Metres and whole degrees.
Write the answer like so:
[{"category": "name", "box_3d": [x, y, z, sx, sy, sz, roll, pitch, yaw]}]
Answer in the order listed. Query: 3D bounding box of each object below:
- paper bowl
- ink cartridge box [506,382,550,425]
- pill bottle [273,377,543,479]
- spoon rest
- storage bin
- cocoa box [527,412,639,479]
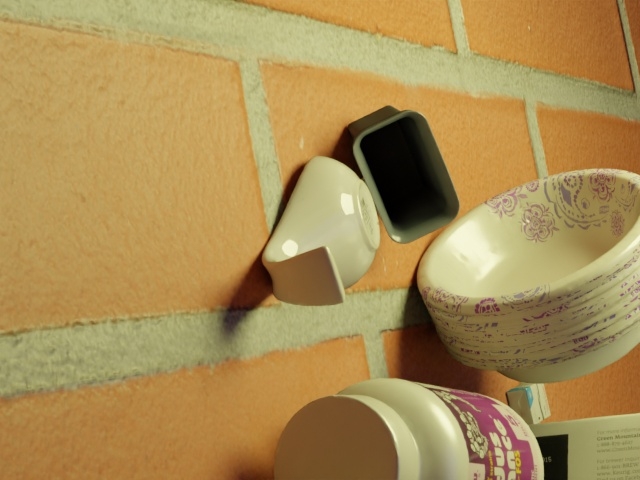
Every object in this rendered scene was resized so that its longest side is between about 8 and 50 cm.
[{"category": "paper bowl", "box_3d": [0.262, 0.051, 1.813, 0.148, 0.284, 0.284, 66, 29, -22]}, {"category": "ink cartridge box", "box_3d": [0.264, 0.203, 2.037, 0.083, 0.028, 0.048, -13, 91, -64]}, {"category": "pill bottle", "box_3d": [0.083, 0.217, 1.523, 0.301, 0.169, 0.169, 17, 64, -60]}, {"category": "spoon rest", "box_3d": [0.000, 0.000, 1.577, 0.276, 0.084, 0.137, -58, 132, -72]}, {"category": "storage bin", "box_3d": [0.075, -0.075, 1.730, 0.135, 0.098, 0.091, 66, -4, -22]}, {"category": "cocoa box", "box_3d": [0.343, 0.330, 1.779, 0.228, 0.347, 0.231, 39, 48, -51]}]
